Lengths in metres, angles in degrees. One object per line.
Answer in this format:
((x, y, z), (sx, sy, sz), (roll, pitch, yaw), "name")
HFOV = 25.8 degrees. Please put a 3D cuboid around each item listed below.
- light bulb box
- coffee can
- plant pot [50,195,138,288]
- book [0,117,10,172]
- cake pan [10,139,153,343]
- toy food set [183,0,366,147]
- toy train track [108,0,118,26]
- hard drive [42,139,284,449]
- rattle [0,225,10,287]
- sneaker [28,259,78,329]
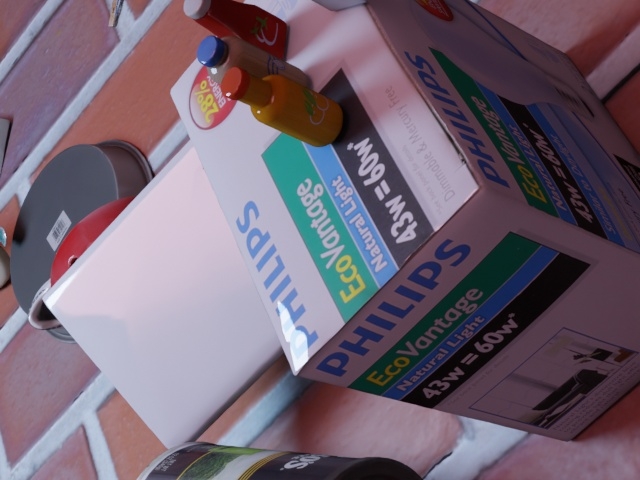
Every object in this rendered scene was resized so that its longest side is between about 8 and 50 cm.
((0.112, -0.045, 1.242), (0.225, 0.361, 0.358), (-47, 47, 24), "light bulb box")
((-0.043, 0.309, 1.393), (0.275, 0.201, 0.202), (-4, 73, 46), "coffee can")
((-0.204, 0.069, 1.663), (0.191, 0.191, 0.174), (-56, 47, 16), "plant pot")
((-0.549, -0.144, 2.225), (0.144, 0.035, 0.096), (1, 81, 46), "book")
((-0.338, -0.006, 1.931), (0.293, 0.054, 0.293), (-19, 62, 42), "cake pan")
((-0.039, -0.194, 1.108), (0.111, 0.104, 0.232), (-5, 71, 44), "toy food set")
((-0.296, -0.353, 2.045), (0.048, 0.014, 0.083), (9, 88, 41), "toy train track")
((-0.108, 0.026, 1.497), (0.353, 0.047, 0.233), (-45, 78, 13), "hard drive")
((-0.494, -0.018, 2.049), (0.143, 0.130, 0.200), (-58, -5, -41), "rattle")
((-0.268, 0.040, 1.770), (0.235, 0.095, 0.090), (-38, 91, 12), "sneaker")
